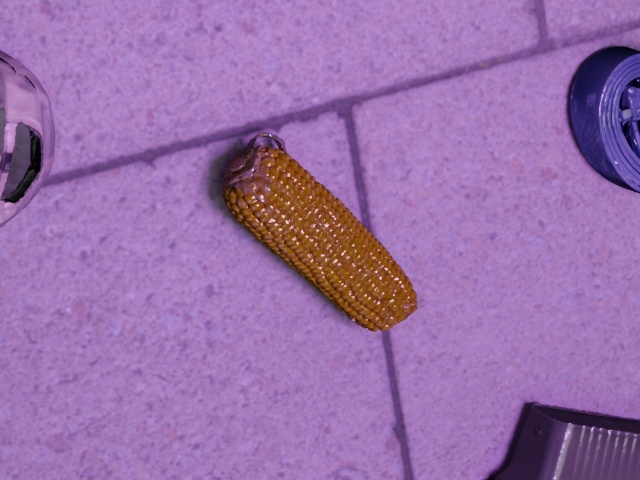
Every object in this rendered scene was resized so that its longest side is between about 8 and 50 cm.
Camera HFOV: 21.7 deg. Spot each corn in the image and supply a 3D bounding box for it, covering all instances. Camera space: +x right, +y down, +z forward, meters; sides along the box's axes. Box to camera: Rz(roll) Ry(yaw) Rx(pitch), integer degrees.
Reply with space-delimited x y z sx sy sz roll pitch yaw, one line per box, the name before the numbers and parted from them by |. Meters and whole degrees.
corn | 0.000 0.000 1.901 0.106 0.106 0.293 -47 119 -3

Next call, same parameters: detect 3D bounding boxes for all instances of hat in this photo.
hat | -0.404 -0.114 1.688 0.275 0.161 0.232 13 89 0

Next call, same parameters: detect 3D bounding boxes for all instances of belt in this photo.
belt | 0.384 -0.141 2.010 0.141 0.082 0.190 -38 114 -10

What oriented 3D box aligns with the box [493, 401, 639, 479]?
box | 0.342 0.311 2.109 0.274 0.138 0.178 11 95 -26
